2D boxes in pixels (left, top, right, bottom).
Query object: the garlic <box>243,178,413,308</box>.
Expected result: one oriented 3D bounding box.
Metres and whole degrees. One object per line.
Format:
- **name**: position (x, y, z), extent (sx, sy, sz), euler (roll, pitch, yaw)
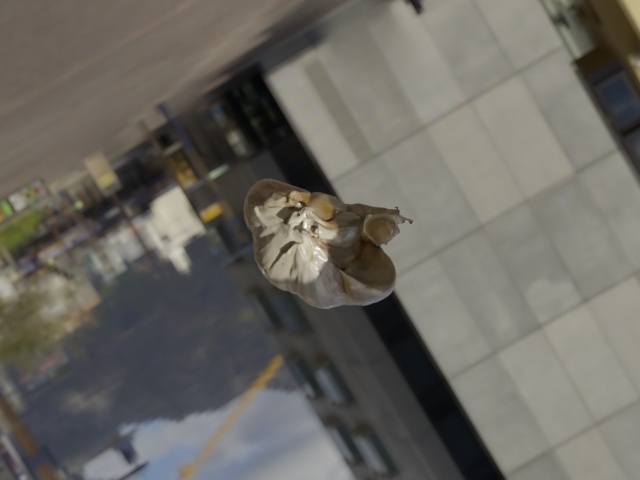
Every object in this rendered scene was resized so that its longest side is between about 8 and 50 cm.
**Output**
- **garlic**: position (-0.003, 0.003, 1.010), extent (0.074, 0.113, 0.094), euler (-62, 169, 21)
